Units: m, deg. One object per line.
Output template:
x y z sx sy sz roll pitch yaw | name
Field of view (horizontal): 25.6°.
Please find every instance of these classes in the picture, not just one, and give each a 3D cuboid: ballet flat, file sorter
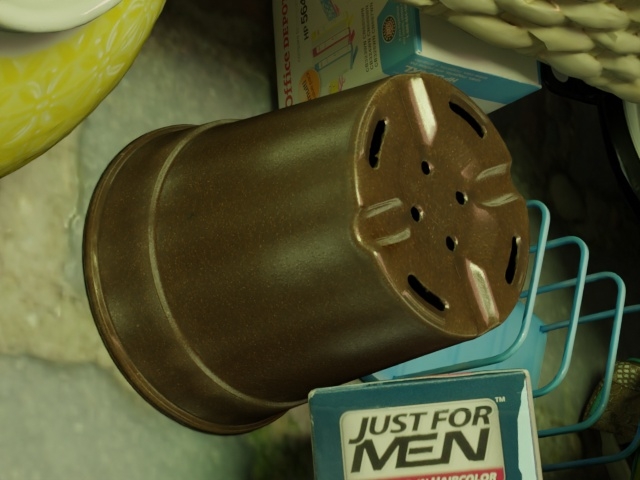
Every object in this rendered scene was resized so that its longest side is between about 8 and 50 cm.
0.242 0.172 0.973 0.067 0.073 0.206 -43 108 -16 | ballet flat
0.109 0.051 0.831 0.170 0.104 0.118 40 52 -32 | file sorter

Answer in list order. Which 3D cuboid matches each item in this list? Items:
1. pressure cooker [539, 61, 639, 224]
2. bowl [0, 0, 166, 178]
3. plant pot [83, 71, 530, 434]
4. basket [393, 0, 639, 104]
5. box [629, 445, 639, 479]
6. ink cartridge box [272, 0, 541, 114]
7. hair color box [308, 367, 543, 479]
0.366 -0.093 0.898 0.375 0.370 0.420 62 14 21 | pressure cooker
-0.145 -0.138 0.515 0.289 0.156 0.289 -15 111 -43 | bowl
0.000 0.000 0.687 0.167 0.165 0.167 18 64 -41 | plant pot
0.150 -0.262 0.625 0.331 0.328 0.266 15 62 -38 | basket
0.249 0.199 0.729 0.290 0.177 0.279 57 45 -76 | box
0.039 -0.111 0.788 0.090 0.143 0.092 9 70 -35 | ink cartridge box
0.068 0.246 0.665 0.174 0.105 0.347 63 21 -75 | hair color box
